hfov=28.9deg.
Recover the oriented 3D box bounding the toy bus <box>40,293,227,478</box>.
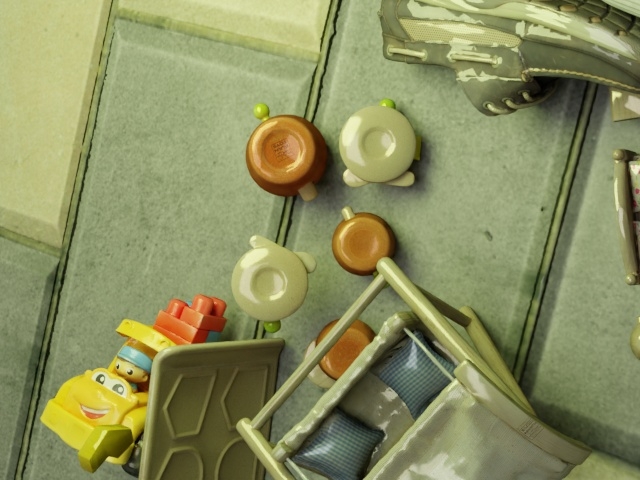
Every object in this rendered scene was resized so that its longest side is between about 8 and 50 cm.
[{"bbox_3d":[-0.193,0.157,1.466,0.149,0.220,0.211,26,97,27],"label":"toy bus"}]

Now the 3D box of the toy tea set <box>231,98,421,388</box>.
[{"bbox_3d":[0.000,0.000,1.426,0.200,0.124,0.336,7,90,2],"label":"toy tea set"}]

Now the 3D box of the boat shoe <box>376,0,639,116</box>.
[{"bbox_3d":[0.204,-0.197,1.280,0.355,0.132,0.130,28,119,41],"label":"boat shoe"}]

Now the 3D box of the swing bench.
[{"bbox_3d":[0.086,0.204,1.254,0.253,0.165,0.255,-50,39,13],"label":"swing bench"}]

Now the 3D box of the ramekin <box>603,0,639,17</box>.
[{"bbox_3d":[0.328,-0.302,1.156,0.109,0.207,0.207,25,103,38],"label":"ramekin"}]

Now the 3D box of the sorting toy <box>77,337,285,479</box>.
[{"bbox_3d":[-0.161,0.221,1.387,0.041,0.307,0.229,16,98,36],"label":"sorting toy"}]

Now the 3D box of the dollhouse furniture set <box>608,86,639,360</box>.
[{"bbox_3d":[0.407,-0.009,1.118,0.303,0.174,0.356,-9,85,31],"label":"dollhouse furniture set"}]
